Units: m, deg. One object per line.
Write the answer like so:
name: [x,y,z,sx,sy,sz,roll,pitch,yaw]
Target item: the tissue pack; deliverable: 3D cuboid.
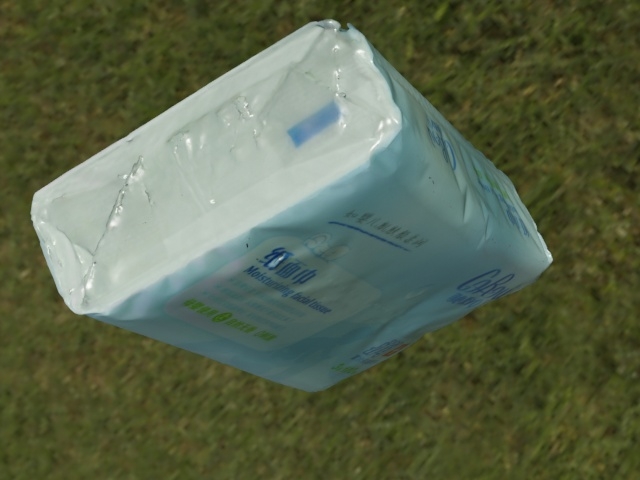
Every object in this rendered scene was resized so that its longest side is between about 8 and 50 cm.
tissue pack: [0.000,0.000,0.732,0.177,0.263,0.089,-29,69,14]
